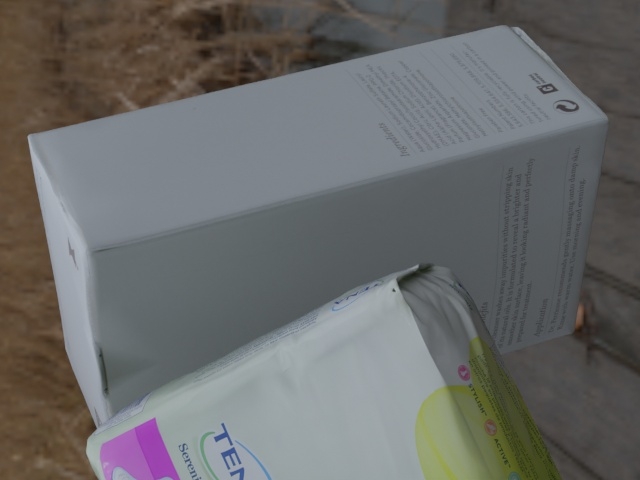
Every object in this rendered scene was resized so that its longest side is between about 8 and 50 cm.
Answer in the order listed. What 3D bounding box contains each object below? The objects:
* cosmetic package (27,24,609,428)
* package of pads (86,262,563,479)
[{"bbox_3d":[0.000,0.000,0.962,0.156,0.385,0.217,-122,26,-46],"label":"cosmetic package"},{"bbox_3d":[0.032,0.184,0.714,0.296,0.229,0.101,64,-157,4],"label":"package of pads"}]
